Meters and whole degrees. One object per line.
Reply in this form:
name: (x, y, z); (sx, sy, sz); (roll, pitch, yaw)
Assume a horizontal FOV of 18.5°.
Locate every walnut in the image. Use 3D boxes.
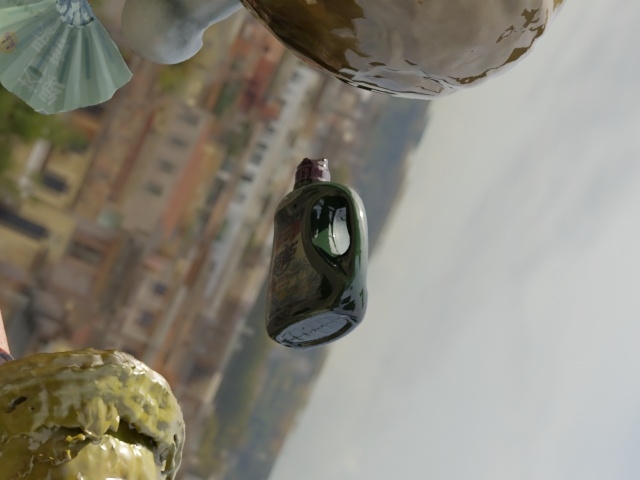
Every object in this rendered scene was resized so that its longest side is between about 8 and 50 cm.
walnut: (0.026, -0.198, 0.992); (0.225, 0.261, 0.225); (-30, -154, 16)

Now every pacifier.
pacifier: (-0.105, -0.298, 2.167); (0.269, 0.288, 0.343); (-28, 171, 10)

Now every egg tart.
egg tart: (-0.227, 0.221, 1.641); (0.123, 0.294, 0.294); (54, -49, 43)

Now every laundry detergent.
laundry detergent: (0.000, 0.000, 2.138); (0.144, 0.078, 0.222); (-27, -131, 44)

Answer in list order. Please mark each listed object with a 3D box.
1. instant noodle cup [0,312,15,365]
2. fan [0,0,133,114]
instant noodle cup: (-0.411, 0.071, 1.965); (0.213, 0.213, 0.174); (112, -28, -55)
fan: (-0.264, -0.195, 1.946); (0.240, 0.009, 0.131); (36, 81, -51)
